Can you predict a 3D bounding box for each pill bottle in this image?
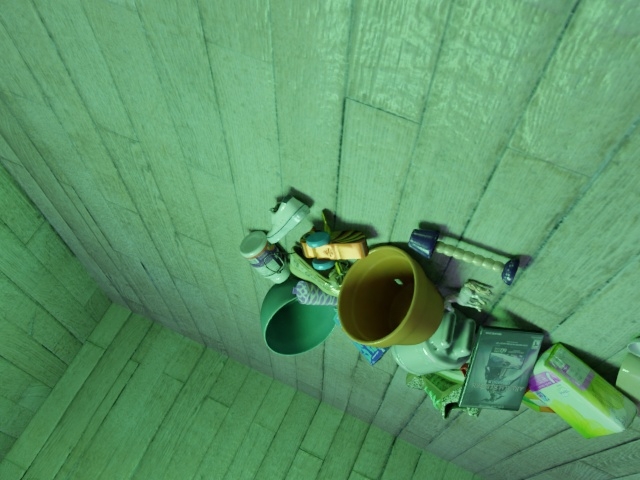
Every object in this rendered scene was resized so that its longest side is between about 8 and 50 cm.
[{"bbox_3d":[-0.187,0.064,1.997,0.108,0.108,0.193,5,146,39],"label":"pill bottle"}]

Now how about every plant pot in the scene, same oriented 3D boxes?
[{"bbox_3d":[0.222,0.185,1.664,0.203,0.291,0.291,28,159,-38],"label":"plant pot"},{"bbox_3d":[-0.103,0.255,2.126,0.290,0.290,0.195,54,180,-42],"label":"plant pot"}]

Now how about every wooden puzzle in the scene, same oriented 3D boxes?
[{"bbox_3d":[0.787,0.566,2.040,0.221,0.044,0.238,34,153,-12],"label":"wooden puzzle"}]

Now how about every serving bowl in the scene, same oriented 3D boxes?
[{"bbox_3d":[0.843,0.275,1.479,0.083,0.027,0.083,23,153,12],"label":"serving bowl"}]

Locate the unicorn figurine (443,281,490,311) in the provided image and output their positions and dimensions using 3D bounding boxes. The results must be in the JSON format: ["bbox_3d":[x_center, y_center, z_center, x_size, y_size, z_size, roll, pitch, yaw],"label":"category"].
[{"bbox_3d":[0.422,0.170,1.661,0.111,0.060,0.162,21,129,7],"label":"unicorn figurine"}]

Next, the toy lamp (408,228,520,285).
[{"bbox_3d":[0.360,0.037,1.459,0.274,0.080,0.080,22,153,14],"label":"toy lamp"}]

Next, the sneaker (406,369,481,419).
[{"bbox_3d":[0.480,0.604,2.247,0.158,0.182,0.410,42,151,-26],"label":"sneaker"}]

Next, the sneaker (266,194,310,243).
[{"bbox_3d":[-0.112,-0.070,1.728,0.091,0.094,0.258,49,147,-2],"label":"sneaker"}]

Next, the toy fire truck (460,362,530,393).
[{"bbox_3d":[0.547,0.435,1.789,0.192,0.135,0.047,50,163,6],"label":"toy fire truck"}]

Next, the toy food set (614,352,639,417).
[{"bbox_3d":[0.963,0.438,1.616,0.219,0.092,0.306,24,155,34],"label":"toy food set"}]

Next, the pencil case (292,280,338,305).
[{"bbox_3d":[0.016,0.180,1.959,0.206,0.086,0.088,8,-173,-32],"label":"pencil case"}]

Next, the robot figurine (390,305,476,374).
[{"bbox_3d":[0.353,0.324,1.842,0.300,0.200,0.353,25,155,-11],"label":"robot figurine"}]

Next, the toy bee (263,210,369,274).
[{"bbox_3d":[0.000,0.000,1.697,0.298,0.162,0.195,11,120,6],"label":"toy bee"}]

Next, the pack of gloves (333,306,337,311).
[{"bbox_3d":[0.165,0.287,2.020,0.195,0.046,0.232,26,162,-36],"label":"pack of gloves"}]

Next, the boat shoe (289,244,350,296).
[{"bbox_3d":[0.020,0.102,1.871,0.285,0.104,0.089,19,136,20],"label":"boat shoe"}]

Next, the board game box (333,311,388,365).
[{"bbox_3d":[0.139,0.300,1.901,0.210,0.047,0.160,49,153,17],"label":"board game box"}]

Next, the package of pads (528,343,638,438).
[{"bbox_3d":[0.766,0.457,1.726,0.296,0.101,0.229,41,158,12],"label":"package of pads"}]

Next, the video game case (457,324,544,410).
[{"bbox_3d":[0.535,0.385,1.704,0.196,0.274,0.026,7,-161,-9],"label":"video game case"}]
